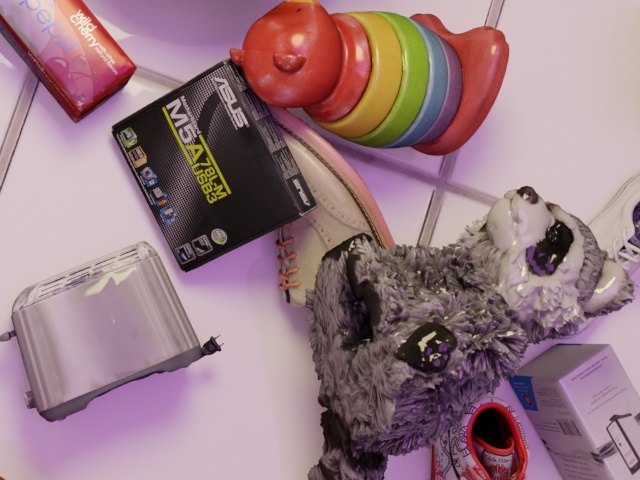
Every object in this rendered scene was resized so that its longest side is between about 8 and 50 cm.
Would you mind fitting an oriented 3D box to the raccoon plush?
[{"bbox_3d":[0.143,0.129,1.516,0.299,0.446,0.216,-8,52,-26],"label":"raccoon plush"}]

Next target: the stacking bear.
[{"bbox_3d":[0.040,-0.189,1.519,0.289,0.175,0.164,7,101,-41],"label":"stacking bear"}]

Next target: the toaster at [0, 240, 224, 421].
[{"bbox_3d":[-0.232,0.095,1.507,0.227,0.129,0.146,-22,90,-13],"label":"toaster"}]

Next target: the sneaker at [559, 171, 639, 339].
[{"bbox_3d":[0.357,0.010,1.679,0.094,0.091,0.258,39,78,-9],"label":"sneaker"}]

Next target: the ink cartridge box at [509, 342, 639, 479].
[{"bbox_3d":[0.328,0.229,1.629,0.086,0.148,0.203,-32,95,-16],"label":"ink cartridge box"}]

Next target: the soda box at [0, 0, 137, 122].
[{"bbox_3d":[-0.320,-0.261,1.524,0.083,0.092,0.263,-41,96,-14],"label":"soda box"}]

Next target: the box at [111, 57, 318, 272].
[{"bbox_3d":[-0.121,-0.082,1.530,0.045,0.184,0.190,-31,96,-55],"label":"box"}]

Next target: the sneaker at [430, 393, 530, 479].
[{"bbox_3d":[0.182,0.305,1.589,0.090,0.145,0.270,-2,87,-14],"label":"sneaker"}]

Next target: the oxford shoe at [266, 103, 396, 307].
[{"bbox_3d":[0.000,0.000,1.569,0.146,0.140,0.397,-40,95,-8],"label":"oxford shoe"}]

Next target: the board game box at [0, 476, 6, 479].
[{"bbox_3d":[-0.319,0.461,1.343,0.356,0.356,0.356,38,78,-10],"label":"board game box"}]
